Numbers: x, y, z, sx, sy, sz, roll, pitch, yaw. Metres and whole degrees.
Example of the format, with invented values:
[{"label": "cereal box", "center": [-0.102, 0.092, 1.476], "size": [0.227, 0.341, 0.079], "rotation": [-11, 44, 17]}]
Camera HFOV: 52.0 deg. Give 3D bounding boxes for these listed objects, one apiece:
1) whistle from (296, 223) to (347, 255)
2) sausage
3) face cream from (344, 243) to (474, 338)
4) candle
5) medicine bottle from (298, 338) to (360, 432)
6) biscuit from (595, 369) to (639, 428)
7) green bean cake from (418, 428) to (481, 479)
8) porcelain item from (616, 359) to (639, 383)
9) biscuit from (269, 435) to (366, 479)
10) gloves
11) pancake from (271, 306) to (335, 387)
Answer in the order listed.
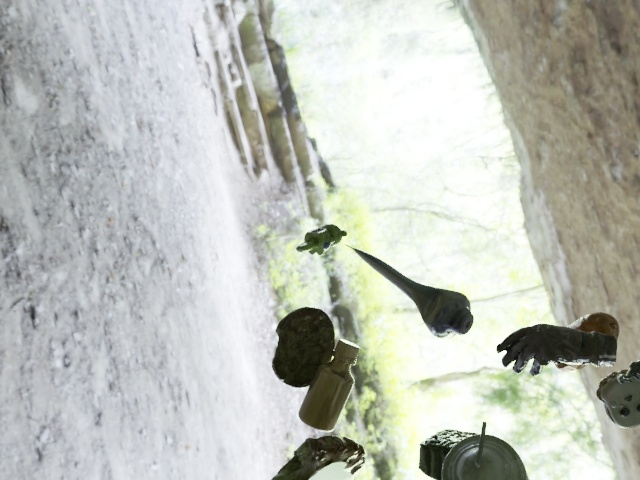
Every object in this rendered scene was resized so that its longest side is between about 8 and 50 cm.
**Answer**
[{"label": "whistle", "center": [0.000, 0.000, 2.243], "size": [0.227, 0.105, 0.085], "rotation": [-27, 115, -48]}, {"label": "sausage", "center": [0.828, 0.318, 2.056], "size": [0.241, 0.120, 0.136], "rotation": [-51, -159, 33]}, {"label": "face cream", "center": [0.258, 0.142, 1.854], "size": [0.235, 0.137, 0.420], "rotation": [32, 2, -46]}, {"label": "candle", "center": [0.430, 0.634, 1.685], "size": [0.342, 0.222, 0.221], "rotation": [58, 14, -45]}, {"label": "medicine bottle", "center": [0.033, 0.402, 1.840], "size": [0.114, 0.114, 0.252], "rotation": [-26, 139, -88]}, {"label": "biscuit", "center": [1.038, 0.537, 2.213], "size": [0.208, 0.181, 0.049], "rotation": [63, -2, -5]}, {"label": "green bean cake", "center": [0.440, 0.678, 2.064], "size": [0.227, 0.223, 0.124], "rotation": [0, 91, -51]}, {"label": "porcelain item", "center": [1.010, 0.414, 2.075], "size": [0.075, 0.136, 0.021], "rotation": [40, 3, 4]}, {"label": "biscuit", "center": [-0.029, 0.597, 1.640], "size": [0.078, 0.329, 0.335], "rotation": [53, -22, 38]}, {"label": "gloves", "center": [0.570, 0.258, 1.596], "size": [0.119, 0.286, 0.142], "rotation": [65, 30, -21]}, {"label": "pancake", "center": [-0.050, 0.308, 1.903], "size": [0.042, 0.223, 0.236], "rotation": [3, -77, 55]}]
